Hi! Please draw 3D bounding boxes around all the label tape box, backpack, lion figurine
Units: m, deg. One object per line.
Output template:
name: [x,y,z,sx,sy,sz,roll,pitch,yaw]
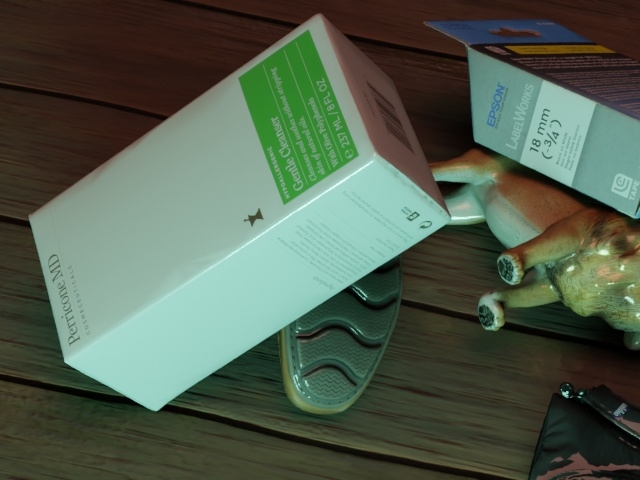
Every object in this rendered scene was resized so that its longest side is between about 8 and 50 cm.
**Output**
label tape box: [0.296,-0.140,1.998,0.241,0.106,0.334,-7,28,-46]
backpack: [0.289,0.232,1.727,0.182,0.115,0.152,16,60,6]
lion figurine: [0.222,-0.021,1.932,0.240,0.142,0.392,-18,48,-31]

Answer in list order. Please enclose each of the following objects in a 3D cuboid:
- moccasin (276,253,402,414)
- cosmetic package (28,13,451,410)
moccasin: [-0.003,0.000,1.885,0.139,0.147,0.380,5,65,-24]
cosmetic package: [-0.082,-0.021,1.750,0.365,0.155,0.197,-33,53,16]
